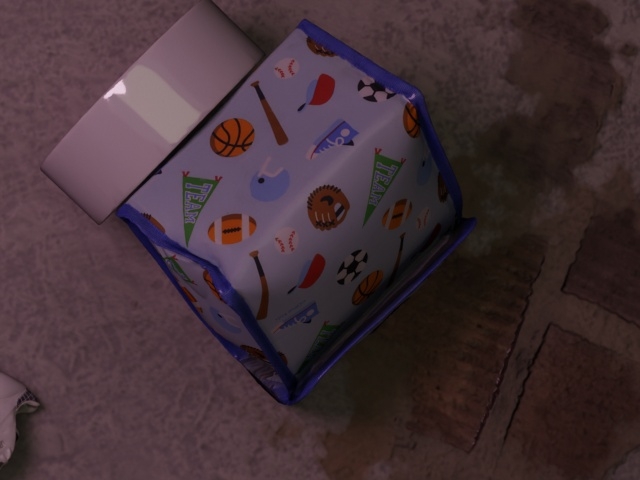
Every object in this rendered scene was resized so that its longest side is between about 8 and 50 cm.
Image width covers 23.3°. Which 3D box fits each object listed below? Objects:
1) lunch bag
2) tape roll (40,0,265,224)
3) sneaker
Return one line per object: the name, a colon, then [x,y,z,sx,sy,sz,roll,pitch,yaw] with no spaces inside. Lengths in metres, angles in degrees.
lunch bag: [0.000,0.000,1.825,0.328,0.385,0.239,-45,58,-12]
tape roll: [-0.195,-0.152,1.821,0.100,0.286,0.286,43,79,-6]
sneaker: [-0.410,0.250,1.813,0.095,0.090,0.235,36,52,-15]
